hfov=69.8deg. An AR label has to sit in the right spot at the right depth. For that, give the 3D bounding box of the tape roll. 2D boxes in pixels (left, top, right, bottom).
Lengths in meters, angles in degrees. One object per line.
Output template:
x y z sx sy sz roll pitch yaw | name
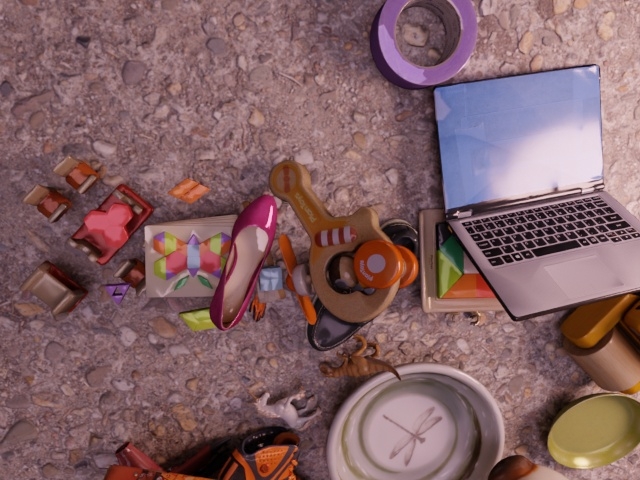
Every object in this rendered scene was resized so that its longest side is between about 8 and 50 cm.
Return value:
0.193 -0.390 0.875 0.188 0.080 0.189 -1 103 -5 | tape roll

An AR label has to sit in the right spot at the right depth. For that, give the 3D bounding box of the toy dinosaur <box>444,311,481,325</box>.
0.334 0.135 1.012 0.182 0.053 0.093 -10 101 -3 | toy dinosaur

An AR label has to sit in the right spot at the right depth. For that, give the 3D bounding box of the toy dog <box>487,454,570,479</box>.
0.424 0.656 0.949 0.395 0.284 0.409 -17 128 -38 | toy dog

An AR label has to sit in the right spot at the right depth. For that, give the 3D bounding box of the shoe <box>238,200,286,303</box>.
-0.130 0.029 0.933 0.058 0.076 0.219 -19 105 -6 | shoe

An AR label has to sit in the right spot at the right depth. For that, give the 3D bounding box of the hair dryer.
-0.317 0.519 1.035 0.293 0.080 0.224 20 84 -15 | hair dryer

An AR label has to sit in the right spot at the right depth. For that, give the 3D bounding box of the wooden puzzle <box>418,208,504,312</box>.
0.327 0.041 0.974 0.238 0.044 0.221 -1 89 -6 | wooden puzzle

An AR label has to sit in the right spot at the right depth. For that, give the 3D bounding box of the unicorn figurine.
-0.072 0.372 1.019 0.111 0.060 0.162 -37 102 2 | unicorn figurine

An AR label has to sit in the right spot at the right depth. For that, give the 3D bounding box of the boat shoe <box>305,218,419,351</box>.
0.089 0.107 0.951 0.127 0.113 0.340 42 95 -12 | boat shoe

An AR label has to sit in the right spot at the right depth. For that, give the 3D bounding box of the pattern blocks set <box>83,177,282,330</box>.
-0.236 0.031 0.851 0.324 0.026 0.286 -15 103 -11 | pattern blocks set

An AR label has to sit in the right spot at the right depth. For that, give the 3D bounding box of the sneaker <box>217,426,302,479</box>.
-0.063 0.537 1.025 0.321 0.124 0.180 32 81 -26 | sneaker

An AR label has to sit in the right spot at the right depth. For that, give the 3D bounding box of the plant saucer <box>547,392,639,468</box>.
0.653 0.448 1.097 0.240 0.037 0.241 -1 114 -2 | plant saucer

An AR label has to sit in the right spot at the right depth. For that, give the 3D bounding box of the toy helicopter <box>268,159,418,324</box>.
0.000 0.000 0.876 0.235 0.140 0.355 -40 70 16 | toy helicopter

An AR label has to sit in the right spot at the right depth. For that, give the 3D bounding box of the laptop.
0.450 -0.113 0.864 0.381 0.408 0.237 -11 136 -10 | laptop

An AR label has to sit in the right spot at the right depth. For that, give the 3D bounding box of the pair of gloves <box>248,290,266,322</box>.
-0.158 0.138 0.987 0.083 0.010 0.074 9 102 -5 | pair of gloves

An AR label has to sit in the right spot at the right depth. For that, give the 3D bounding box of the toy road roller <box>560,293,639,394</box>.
0.718 0.191 0.964 0.202 0.240 0.329 44 95 -12 | toy road roller

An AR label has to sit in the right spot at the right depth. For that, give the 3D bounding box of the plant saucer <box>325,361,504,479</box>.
0.206 0.445 1.041 0.399 0.100 0.401 -1 102 -6 | plant saucer

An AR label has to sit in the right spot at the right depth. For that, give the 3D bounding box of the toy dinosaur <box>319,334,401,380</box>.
0.099 0.263 0.981 0.211 0.112 0.064 -15 132 34 | toy dinosaur

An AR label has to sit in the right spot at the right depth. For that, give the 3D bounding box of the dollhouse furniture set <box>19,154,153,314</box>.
-0.442 0.010 0.893 0.262 0.135 0.259 43 84 -12 | dollhouse furniture set

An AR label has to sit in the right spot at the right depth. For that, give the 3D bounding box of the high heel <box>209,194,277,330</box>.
-0.130 0.036 0.803 0.082 0.117 0.244 29 90 -20 | high heel

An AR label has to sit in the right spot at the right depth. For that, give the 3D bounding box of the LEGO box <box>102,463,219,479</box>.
-0.259 0.699 0.912 0.371 0.193 0.501 10 121 -2 | LEGO box
